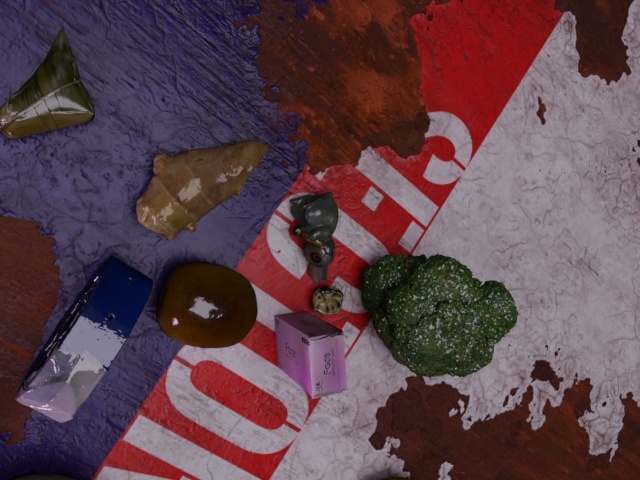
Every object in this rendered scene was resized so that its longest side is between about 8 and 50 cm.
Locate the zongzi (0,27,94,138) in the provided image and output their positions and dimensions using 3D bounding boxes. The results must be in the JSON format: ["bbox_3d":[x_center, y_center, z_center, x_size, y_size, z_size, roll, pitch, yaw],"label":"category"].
[{"bbox_3d":[-0.597,-0.324,1.266,0.205,0.094,0.204,-19,98,-20],"label":"zongzi"}]

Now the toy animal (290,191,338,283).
[{"bbox_3d":[0.002,-0.003,1.544,0.138,0.108,0.236,-24,104,-20],"label":"toy animal"}]

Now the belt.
[{"bbox_3d":[-0.493,0.206,1.295,0.117,0.212,0.347,37,76,-23],"label":"belt"}]

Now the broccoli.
[{"bbox_3d":[0.300,0.198,1.595,0.413,0.310,0.321,5,87,11],"label":"broccoli"}]

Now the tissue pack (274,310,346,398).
[{"bbox_3d":[-0.029,0.269,1.480,0.092,0.246,0.149,-7,98,-22],"label":"tissue pack"}]

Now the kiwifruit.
[{"bbox_3d":[-0.255,0.152,1.406,0.234,0.196,0.196,22,86,-30],"label":"kiwifruit"}]

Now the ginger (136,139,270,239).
[{"bbox_3d":[-0.266,-0.138,1.412,0.354,0.126,0.190,-28,95,-22],"label":"ginger"}]

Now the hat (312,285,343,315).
[{"bbox_3d":[0.015,0.151,1.592,0.077,0.059,0.076,0,111,-18],"label":"hat"}]

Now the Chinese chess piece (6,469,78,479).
[{"bbox_3d":[-0.611,0.667,1.279,0.349,0.146,0.349,-12,110,-36],"label":"Chinese chess piece"}]

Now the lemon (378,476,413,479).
[{"bbox_3d":[0.211,0.740,1.664,0.248,0.184,0.184,-1,95,-29],"label":"lemon"}]
